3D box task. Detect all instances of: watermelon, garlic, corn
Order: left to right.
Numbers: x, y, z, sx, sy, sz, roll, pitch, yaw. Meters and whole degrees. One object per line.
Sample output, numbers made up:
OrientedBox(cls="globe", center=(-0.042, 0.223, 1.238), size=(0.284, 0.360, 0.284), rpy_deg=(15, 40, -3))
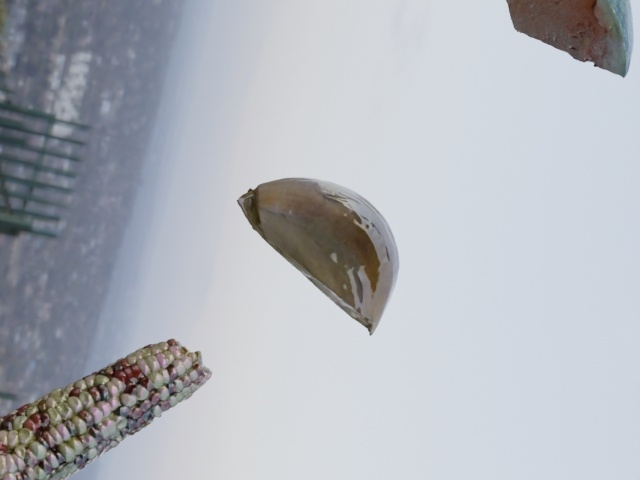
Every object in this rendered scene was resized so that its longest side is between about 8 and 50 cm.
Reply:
OrientedBox(cls="corn", center=(-0.246, 0.182, 1.117), size=(0.092, 0.281, 0.092), rpy_deg=(54, -15, 22))
OrientedBox(cls="garlic", center=(0.015, -0.005, 1.127), size=(0.101, 0.195, 0.087), rpy_deg=(-47, -175, -11))
OrientedBox(cls="watermelon", center=(0.350, -0.391, 1.602), size=(0.256, 0.176, 0.260), rpy_deg=(-110, 177, -53))
